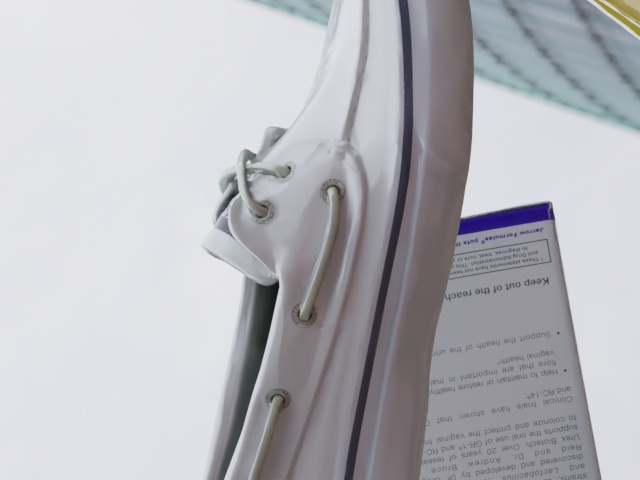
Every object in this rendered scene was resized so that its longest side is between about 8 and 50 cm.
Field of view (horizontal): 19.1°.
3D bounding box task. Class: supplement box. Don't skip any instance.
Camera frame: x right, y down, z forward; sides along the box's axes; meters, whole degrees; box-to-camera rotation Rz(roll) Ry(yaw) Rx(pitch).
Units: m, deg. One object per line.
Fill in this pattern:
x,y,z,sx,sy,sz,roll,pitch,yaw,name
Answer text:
0.100,0.106,1.086,0.111,0.114,0.220,67,-167,-68,supplement box

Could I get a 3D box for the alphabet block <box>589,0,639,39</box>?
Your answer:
0.209,-0.117,0.633,0.192,0.193,0.197,25,-76,-50,alphabet block

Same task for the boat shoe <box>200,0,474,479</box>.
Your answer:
0.000,0.000,0.610,0.076,0.083,0.226,5,-92,-11,boat shoe
